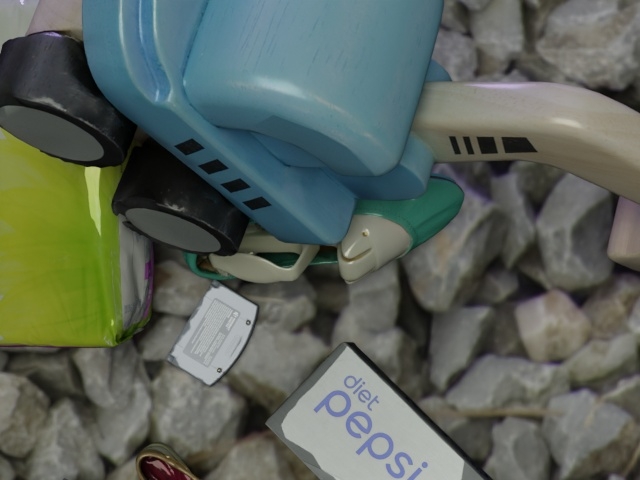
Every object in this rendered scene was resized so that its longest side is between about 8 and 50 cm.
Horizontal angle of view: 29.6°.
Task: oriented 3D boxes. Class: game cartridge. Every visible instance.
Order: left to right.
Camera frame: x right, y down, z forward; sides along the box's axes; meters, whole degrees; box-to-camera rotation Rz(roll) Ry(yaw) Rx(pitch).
[{"bbox_3d":[-0.092,0.083,1.062,0.056,0.017,0.083,31,88,11],"label":"game cartridge"}]

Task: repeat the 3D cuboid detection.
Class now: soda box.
[{"bbox_3d":[0.090,0.215,0.994,0.098,0.091,0.286,-45,82,0],"label":"soda box"}]

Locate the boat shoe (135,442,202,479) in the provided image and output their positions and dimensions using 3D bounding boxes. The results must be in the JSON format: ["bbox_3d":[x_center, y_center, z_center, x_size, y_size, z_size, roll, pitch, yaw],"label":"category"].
[{"bbox_3d":[-0.110,0.230,1.034,0.135,0.045,0.050,40,90,8],"label":"boat shoe"}]

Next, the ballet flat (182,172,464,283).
[{"bbox_3d":[0.000,0.000,1.022,0.247,0.083,0.087,-4,51,9],"label":"ballet flat"}]

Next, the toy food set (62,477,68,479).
[{"bbox_3d":[-0.151,0.376,1.013,0.306,0.092,0.219,33,84,2],"label":"toy food set"}]

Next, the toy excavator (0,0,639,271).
[{"bbox_3d":[0.055,-0.095,0.873,0.445,0.433,0.222,4,66,37],"label":"toy excavator"}]

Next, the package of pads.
[{"bbox_3d":[-0.257,-0.058,1.019,0.229,0.101,0.296,-1,96,11],"label":"package of pads"}]
